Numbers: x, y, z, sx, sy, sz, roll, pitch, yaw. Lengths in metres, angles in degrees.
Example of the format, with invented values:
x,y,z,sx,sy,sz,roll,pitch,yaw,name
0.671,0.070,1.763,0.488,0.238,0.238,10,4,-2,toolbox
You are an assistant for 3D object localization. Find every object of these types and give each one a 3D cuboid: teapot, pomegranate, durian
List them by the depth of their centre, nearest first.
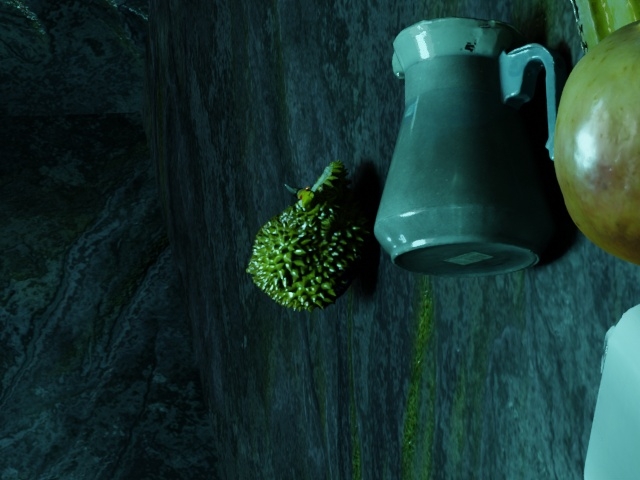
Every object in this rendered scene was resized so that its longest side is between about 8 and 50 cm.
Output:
x,y,z,sx,sy,sz,roll,pitch,yaw,name
0.249,-0.068,1.016,0.191,0.191,0.191,177,90,-75,pomegranate
0.148,-0.091,1.455,0.203,0.171,0.225,-13,71,43,teapot
0.000,0.000,2.011,0.138,0.193,0.237,40,166,8,durian

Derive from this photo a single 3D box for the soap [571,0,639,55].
x,y,z,sx,sy,sz,roll,pitch,yaw,name
0.247,-0.228,1.181,0.135,0.076,0.233,125,138,-66,soap

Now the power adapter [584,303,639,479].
x,y,z,sx,sy,sz,roll,pitch,yaw,name
0.288,0.176,1.020,0.255,0.124,0.187,-119,28,-57,power adapter
